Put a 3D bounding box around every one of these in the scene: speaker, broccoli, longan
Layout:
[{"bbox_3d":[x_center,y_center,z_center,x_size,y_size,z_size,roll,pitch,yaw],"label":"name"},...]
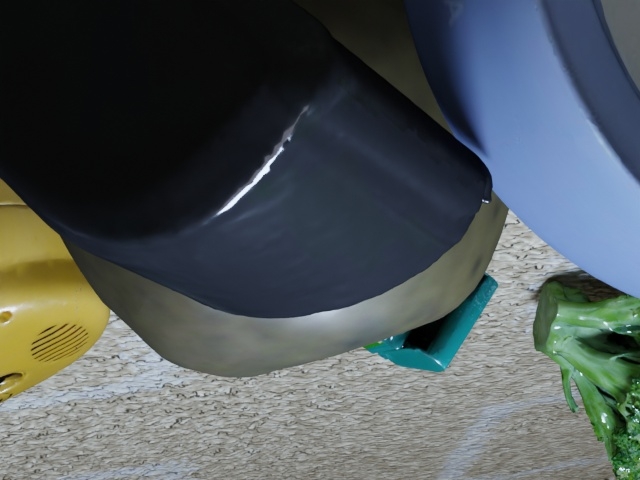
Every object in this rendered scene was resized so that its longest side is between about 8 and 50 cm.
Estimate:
[{"bbox_3d":[-0.135,-0.084,0.662,0.184,0.388,0.180,-52,151,5],"label":"speaker"},{"bbox_3d":[0.350,0.127,1.697,0.242,0.261,0.269,17,-165,-8],"label":"broccoli"},{"bbox_3d":[-0.017,-0.061,0.898,0.288,0.288,0.350,-16,171,15],"label":"longan"}]

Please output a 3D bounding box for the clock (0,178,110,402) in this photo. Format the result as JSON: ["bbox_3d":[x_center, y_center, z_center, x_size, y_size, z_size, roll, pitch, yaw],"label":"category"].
[{"bbox_3d":[-0.312,0.049,1.175,0.317,0.200,0.244,-19,163,0],"label":"clock"}]

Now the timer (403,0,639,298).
[{"bbox_3d":[0.223,-0.124,0.654,0.395,0.395,0.173,-2,179,-22],"label":"timer"}]

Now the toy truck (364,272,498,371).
[{"bbox_3d":[0.000,0.000,1.120,0.253,0.114,0.124,31,164,11],"label":"toy truck"}]
